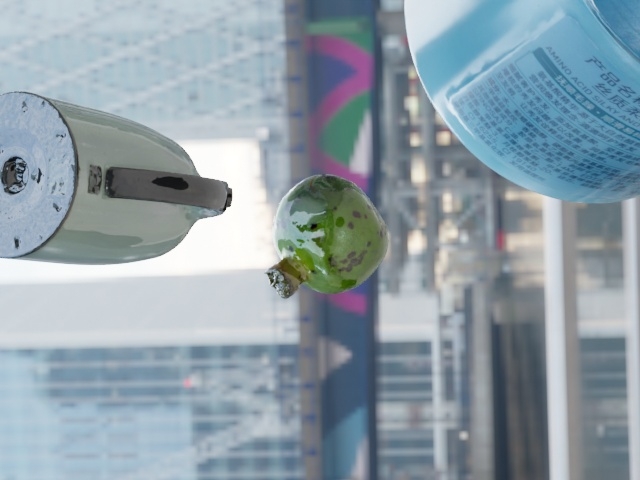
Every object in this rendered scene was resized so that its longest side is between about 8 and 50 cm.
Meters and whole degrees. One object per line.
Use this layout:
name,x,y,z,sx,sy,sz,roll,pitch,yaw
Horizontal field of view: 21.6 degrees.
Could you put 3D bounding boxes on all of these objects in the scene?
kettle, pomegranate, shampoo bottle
kettle,-0.210,-0.051,1.675,0.236,0.221,0.161,11,-99,-59
pomegranate,0.009,-0.007,2.016,0.143,0.122,0.169,52,-136,-1
shampoo bottle,0.272,-0.219,1.316,0.343,0.331,0.331,145,128,-67
